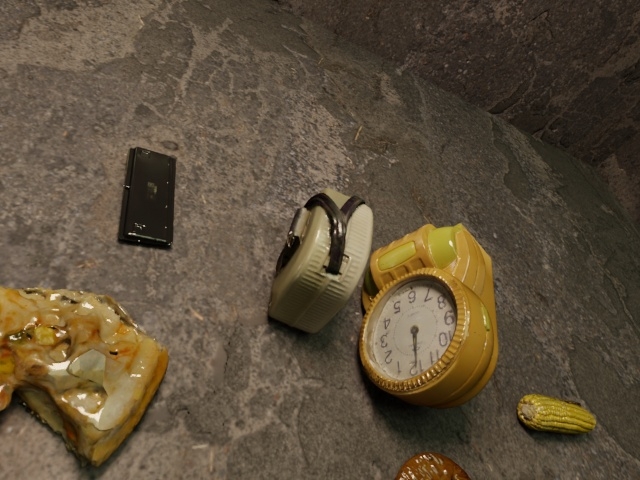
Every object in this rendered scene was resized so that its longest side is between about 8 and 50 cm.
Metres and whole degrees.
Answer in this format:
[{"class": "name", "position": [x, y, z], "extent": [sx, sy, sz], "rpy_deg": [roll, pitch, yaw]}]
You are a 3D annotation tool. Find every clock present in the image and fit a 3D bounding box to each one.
[{"class": "clock", "position": [0.197, 0.141, 0.785], "extent": [0.200, 0.244, 0.317], "rpy_deg": [35, 41, -27]}]

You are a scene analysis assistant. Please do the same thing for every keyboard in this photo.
[{"class": "keyboard", "position": [-0.316, -0.085, 0.794], "extent": [0.094, 0.025, 0.230], "rpy_deg": [12, 46, -28]}]

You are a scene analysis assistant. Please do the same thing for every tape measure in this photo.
[{"class": "tape measure", "position": [0.000, 0.000, 0.778], "extent": [0.133, 0.231, 0.271], "rpy_deg": [26, 42, -9]}]

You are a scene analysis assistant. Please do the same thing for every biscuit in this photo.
[{"class": "biscuit", "position": [0.191, 0.425, 0.667], "extent": [0.188, 0.027, 0.188], "rpy_deg": [19, 44, -19]}]

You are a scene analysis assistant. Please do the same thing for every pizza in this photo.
[{"class": "pizza", "position": [-0.336, 0.128, 0.544], "extent": [0.297, 0.071, 0.189], "rpy_deg": [37, 41, 1]}]

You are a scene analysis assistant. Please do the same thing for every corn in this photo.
[{"class": "corn", "position": [0.496, 0.366, 0.907], "extent": [0.203, 0.072, 0.072], "rpy_deg": [17, 44, -24]}]
